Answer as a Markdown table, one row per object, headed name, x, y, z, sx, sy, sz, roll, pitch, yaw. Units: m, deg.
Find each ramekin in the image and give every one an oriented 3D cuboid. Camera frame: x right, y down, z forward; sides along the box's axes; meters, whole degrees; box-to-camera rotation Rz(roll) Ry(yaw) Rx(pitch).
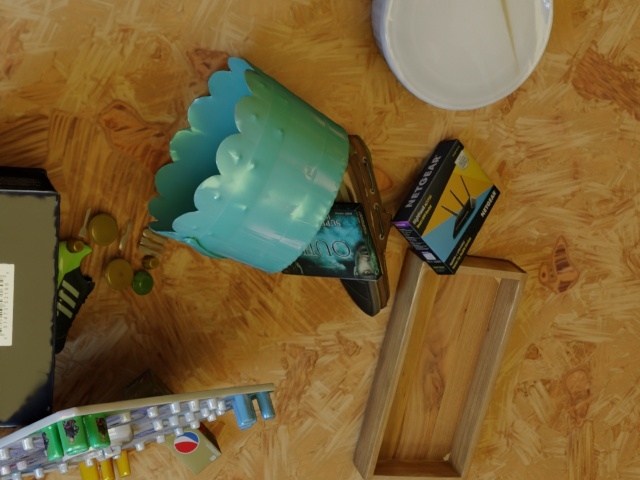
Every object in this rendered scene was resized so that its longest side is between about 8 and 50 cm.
| name | x | y | z | sx | sy | sz | roll | pitch | yaw |
| --- | --- | --- | --- | --- | --- | --- | --- | --- | --- |
| ramekin | 0.201 | -0.338 | 1.518 | 0.273 | 0.127 | 0.273 | -6 | 111 | -16 |

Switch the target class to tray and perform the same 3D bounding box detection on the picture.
| name | x | y | z | sx | sy | sz | roll | pitch | yaw |
| --- | --- | --- | --- | --- | --- | --- | --- | --- | --- |
| tray | 0.203 | 0.225 | 1.762 | 0.203 | 0.076 | 0.411 | 7 | 108 | -22 |

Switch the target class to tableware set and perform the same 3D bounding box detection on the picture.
| name | x | y | z | sx | sy | sz | roll | pitch | yaw |
| --- | --- | --- | --- | --- | --- | --- | --- | --- | --- |
| tableware set | -0.306 | 0.020 | 1.515 | 0.154 | 0.024 | 0.104 | 24 | 77 | -38 |

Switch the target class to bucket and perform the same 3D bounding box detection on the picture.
| name | x | y | z | sx | sy | sz | roll | pitch | yaw |
| --- | --- | --- | --- | --- | --- | --- | --- | --- | --- |
| bucket | -0.101 | -0.097 | 1.425 | 0.183 | 0.281 | 0.281 | 27 | 99 | -23 |

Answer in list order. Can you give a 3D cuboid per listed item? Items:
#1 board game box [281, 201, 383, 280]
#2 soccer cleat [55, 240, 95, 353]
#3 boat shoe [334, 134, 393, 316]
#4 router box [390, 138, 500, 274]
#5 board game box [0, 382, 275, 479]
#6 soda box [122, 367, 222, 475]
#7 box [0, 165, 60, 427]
| name | x | y | z | sx | sy | sz | roll | pitch | yaw |
| --- | --- | --- | --- | --- | --- | --- | --- | --- | --- |
| board game box | 0.000 | 0.000 | 1.555 | 0.026 | 0.186 | 0.126 | -43 | 125 | -42 |
| soccer cleat | -0.376 | 0.088 | 1.516 | 0.072 | 0.060 | 0.179 | 0 | 108 | -28 |
| boat shoe | 0.070 | -0.020 | 1.601 | 0.104 | 0.110 | 0.307 | -33 | 126 | -23 |
| router box | 0.204 | -0.053 | 1.630 | 0.133 | 0.046 | 0.179 | 46 | 62 | -27 |
| board game box | -0.314 | 0.293 | 1.397 | 0.390 | 0.050 | 0.390 | -27 | 163 | 32 |
| soda box | -0.239 | 0.294 | 1.638 | 0.058 | 0.061 | 0.181 | -39 | 117 | -1 |
| box | -0.444 | 0.061 | 1.325 | 0.182 | 0.294 | 0.296 | 2 | 98 | -18 |
